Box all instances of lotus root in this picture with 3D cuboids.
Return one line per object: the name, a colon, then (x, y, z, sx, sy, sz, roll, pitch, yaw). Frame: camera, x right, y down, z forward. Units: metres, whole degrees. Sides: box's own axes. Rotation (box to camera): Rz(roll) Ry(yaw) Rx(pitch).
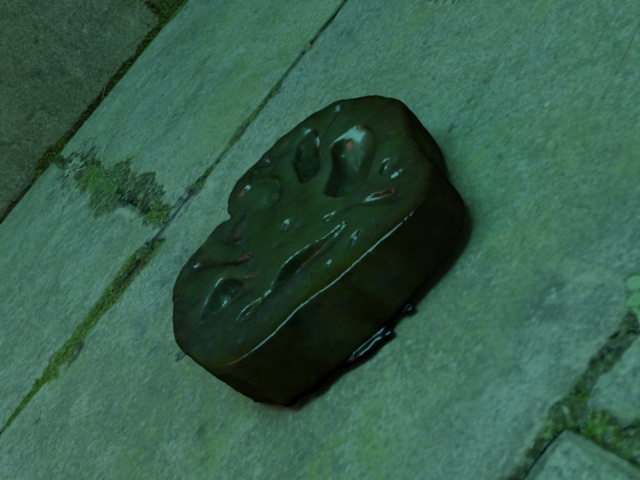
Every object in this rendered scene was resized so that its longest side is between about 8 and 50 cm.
lotus root: (0.000, 0.000, 1.119, 0.374, 0.111, 0.391, -11, 43, 45)
